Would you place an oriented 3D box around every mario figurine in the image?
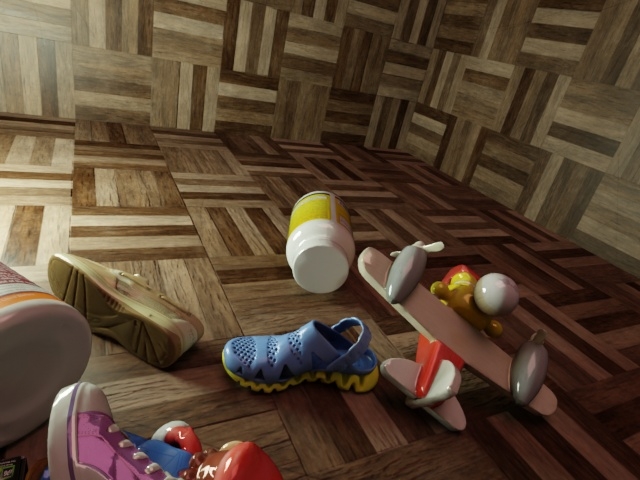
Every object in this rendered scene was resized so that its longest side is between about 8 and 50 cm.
[{"bbox_3d":[-0.193,0.338,0.541,0.320,0.170,0.198,7,62,10],"label":"mario figurine"}]

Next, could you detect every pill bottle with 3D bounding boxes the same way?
[{"bbox_3d":[-0.570,0.118,0.638,0.391,0.224,0.224,24,27,19],"label":"pill bottle"},{"bbox_3d":[0.000,0.000,1.195,0.187,0.188,0.334,11,25,-5],"label":"pill bottle"}]

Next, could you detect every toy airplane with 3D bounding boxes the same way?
[{"bbox_3d":[0.286,0.176,0.872,0.385,0.272,0.385,12,42,-36],"label":"toy airplane"}]

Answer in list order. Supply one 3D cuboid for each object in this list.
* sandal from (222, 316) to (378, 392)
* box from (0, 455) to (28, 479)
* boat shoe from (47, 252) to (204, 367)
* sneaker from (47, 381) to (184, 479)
[{"bbox_3d":[-0.027,0.208,0.822,0.316,0.138,0.126,3,29,-17],"label":"sandal"},{"bbox_3d":[-0.435,0.343,0.452,0.190,0.045,0.184,-1,28,-26],"label":"box"},{"bbox_3d":[-0.392,0.125,0.847,0.340,0.122,0.110,31,24,12],"label":"boat shoe"},{"bbox_3d":[-0.173,0.259,0.442,0.160,0.102,0.282,-22,62,-18],"label":"sneaker"}]
